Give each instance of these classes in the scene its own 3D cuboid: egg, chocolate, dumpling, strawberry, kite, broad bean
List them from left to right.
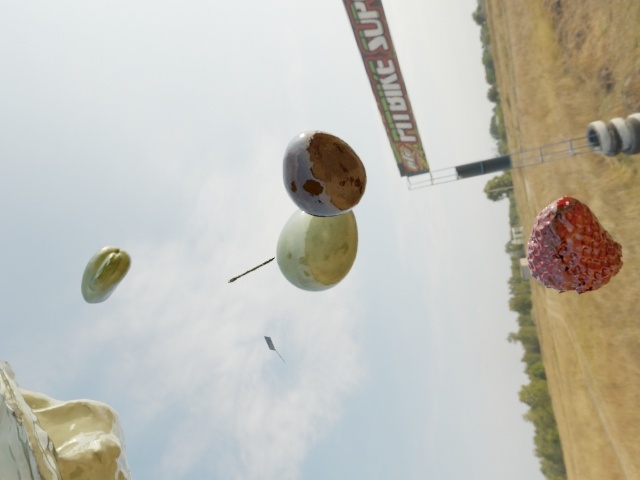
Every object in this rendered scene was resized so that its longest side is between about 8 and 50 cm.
[{"bbox_3d":[-0.336,0.291,0.460,0.233,0.395,0.315,-21,-51,-39],"label":"dumpling"},{"bbox_3d":[-0.492,0.083,0.926,0.082,0.174,0.124,30,-140,-11],"label":"broad bean"},{"bbox_3d":[-0.106,0.247,0.912,0.002,0.044,0.078,-25,-105,-33],"label":"kite"},{"bbox_3d":[0.000,0.000,1.114,0.218,0.219,0.295,51,-128,-45],"label":"egg"},{"bbox_3d":[0.000,-0.129,0.775,0.177,0.177,0.176,29,-123,-57],"label":"chocolate"},{"bbox_3d":[0.602,0.005,0.981,0.244,0.205,0.205,61,-147,-32],"label":"strawberry"}]

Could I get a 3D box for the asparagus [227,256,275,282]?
[{"bbox_3d":[-0.213,0.092,1.251,0.013,0.166,0.016,62,178,1],"label":"asparagus"}]
